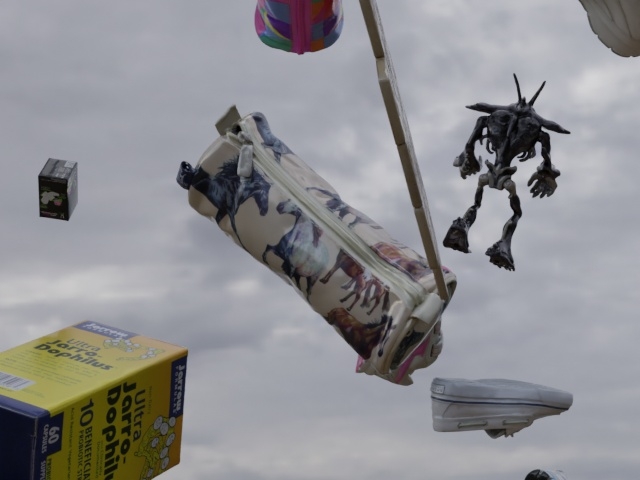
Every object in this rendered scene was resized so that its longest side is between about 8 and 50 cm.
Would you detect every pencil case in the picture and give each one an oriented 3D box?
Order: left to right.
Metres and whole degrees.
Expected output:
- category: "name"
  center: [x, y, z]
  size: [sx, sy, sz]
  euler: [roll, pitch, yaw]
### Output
- category: "pencil case"
  center: [-0.022, -0.261, 1.403]
  size: [0.104, 0.104, 0.236]
  euler: [-3, -16, 1]
- category: "pencil case"
  center: [0.000, 0.000, 1.936]
  size: [0.160, 0.410, 0.183]
  euler: [-45, -20, -11]

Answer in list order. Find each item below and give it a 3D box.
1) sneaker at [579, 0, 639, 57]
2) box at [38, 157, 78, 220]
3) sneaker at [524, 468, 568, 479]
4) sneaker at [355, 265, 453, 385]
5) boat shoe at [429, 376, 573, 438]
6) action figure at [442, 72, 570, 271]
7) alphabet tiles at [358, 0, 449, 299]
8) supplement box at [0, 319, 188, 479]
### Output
- category: "sneaker"
  center: [0.374, -0.376, 1.979]
  size: [0.297, 0.111, 0.129]
  euler: [33, -31, -18]
- category: "box"
  center: [-0.437, -0.085, 2.435]
  size: [0.052, 0.062, 0.083]
  euler: [9, -56, 4]
- category: "sneaker"
  center: [0.369, 0.411, 2.103]
  size: [0.071, 0.191, 0.083]
  euler: [-35, -20, 36]
- category: "sneaker"
  center: [0.160, 0.142, 2.400]
  size: [0.111, 0.103, 0.252]
  euler: [27, -54, -10]
- category: "boat shoe"
  center: [0.235, 0.224, 1.934]
  size: [0.226, 0.076, 0.083]
  euler: [7, 2, -28]
- category: "action figure"
  center: [0.272, -0.103, 2.178]
  size: [0.164, 0.276, 0.141]
  euler: [18, -8, 11]
- category: "alphabet tiles"
  center: [0.070, -0.118, 1.334]
  size: [0.011, 0.285, 0.342]
  euler: [-14, 23, 5]
- category: "supplement box"
  center: [-0.367, 0.262, 2.068]
  size: [0.195, 0.194, 0.356]
  euler: [13, 17, 26]
